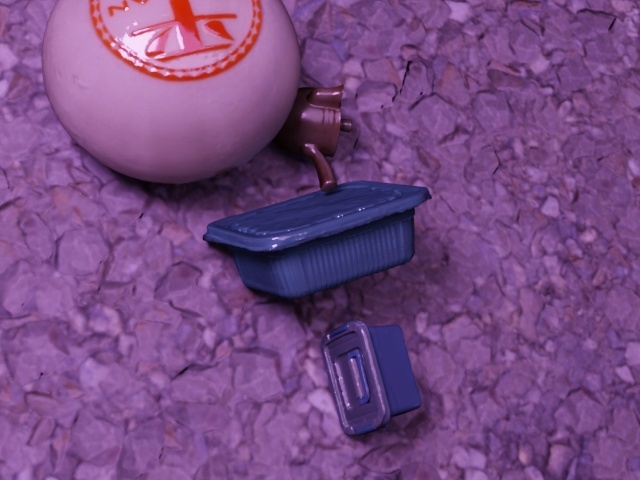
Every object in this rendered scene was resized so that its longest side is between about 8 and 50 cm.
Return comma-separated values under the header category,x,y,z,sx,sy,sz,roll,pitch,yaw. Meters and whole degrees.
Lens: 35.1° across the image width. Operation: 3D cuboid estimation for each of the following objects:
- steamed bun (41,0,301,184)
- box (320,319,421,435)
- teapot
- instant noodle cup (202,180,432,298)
category,x,y,z,sx,sy,sz,roll,pitch,yaw
steamed bun,-0.132,-0.171,0.893,0.231,0.145,0.232,1,68,-3
box,0.048,0.123,0.926,0.054,0.074,0.099,-7,75,-32
teapot,-0.006,-0.101,0.965,0.080,0.085,0.110,4,58,-9
instant noodle cup,0.000,0.000,0.915,0.179,0.157,0.070,-16,101,-24
